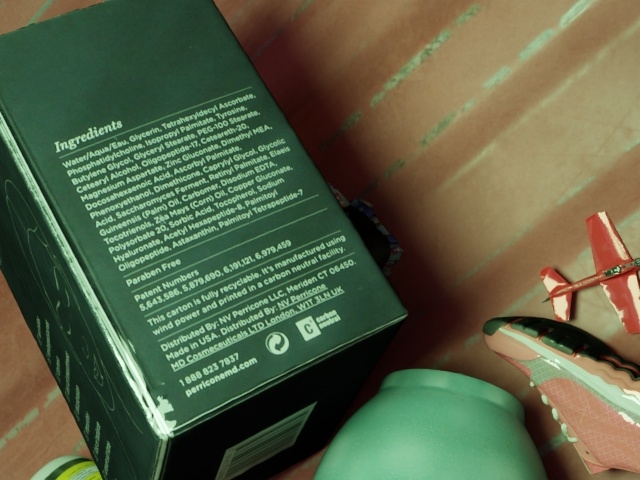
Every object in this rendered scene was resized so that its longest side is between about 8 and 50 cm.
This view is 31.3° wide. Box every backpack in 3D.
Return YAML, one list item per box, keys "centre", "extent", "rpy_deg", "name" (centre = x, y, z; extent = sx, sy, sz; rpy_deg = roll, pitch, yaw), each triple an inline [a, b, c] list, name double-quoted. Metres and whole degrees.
- centre: [0.000, 0.000, 1.459]
  extent: [0.173, 0.116, 0.158]
  rpy_deg: [50, 141, 23]
  name: "backpack"

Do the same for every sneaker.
- centre: [0.306, 0.191, 1.294]
  extent: [0.313, 0.116, 0.136]
  rpy_deg: [28, 104, 28]
  name: "sneaker"

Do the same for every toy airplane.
- centre: [0.322, 0.044, 1.337]
  extent: [0.151, 0.028, 0.151]
  rpy_deg: [-2, 86, 31]
  name: "toy airplane"

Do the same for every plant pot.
- centre: [0.136, 0.268, 1.320]
  extent: [0.293, 0.293, 0.196]
  rpy_deg: [0, 62, 31]
  name: "plant pot"

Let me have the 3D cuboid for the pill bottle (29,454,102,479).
- centre: [-0.254, 0.433, 1.574]
  extent: [0.333, 0.188, 0.188]
  rpy_deg: [15, 96, 30]
  name: "pill bottle"

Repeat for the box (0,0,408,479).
- centre: [-0.184, 0.043, 1.354]
  extent: [0.472, 0.297, 0.480]
  rpy_deg: [57, 157, 17]
  name: "box"
